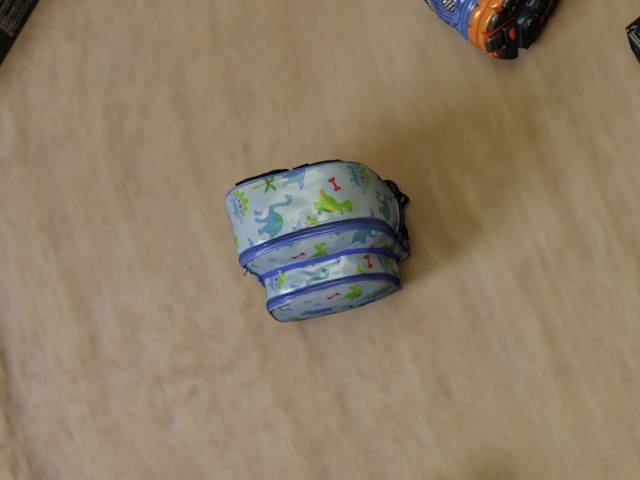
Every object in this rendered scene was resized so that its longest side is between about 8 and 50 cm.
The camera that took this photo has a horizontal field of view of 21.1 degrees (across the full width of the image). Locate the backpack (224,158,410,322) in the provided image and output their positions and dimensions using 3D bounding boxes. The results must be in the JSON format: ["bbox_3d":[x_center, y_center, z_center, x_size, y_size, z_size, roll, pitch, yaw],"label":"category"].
[{"bbox_3d":[0.000,0.000,1.036,0.105,0.114,0.084,-16,72,10],"label":"backpack"}]

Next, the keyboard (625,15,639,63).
[{"bbox_3d":[0.322,-0.207,1.049,0.317,0.033,0.201,-38,76,2],"label":"keyboard"}]

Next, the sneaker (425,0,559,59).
[{"bbox_3d":[0.133,-0.225,1.080,0.087,0.083,0.221,29,81,28],"label":"sneaker"}]

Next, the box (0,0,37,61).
[{"bbox_3d":[-0.285,-0.172,1.178,0.147,0.077,0.180,28,85,19],"label":"box"}]
